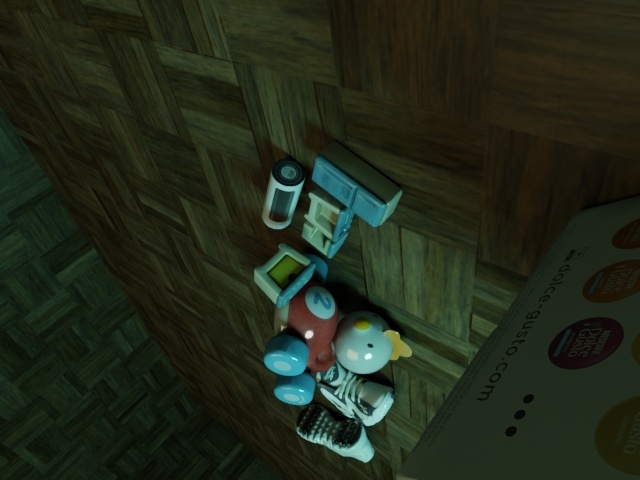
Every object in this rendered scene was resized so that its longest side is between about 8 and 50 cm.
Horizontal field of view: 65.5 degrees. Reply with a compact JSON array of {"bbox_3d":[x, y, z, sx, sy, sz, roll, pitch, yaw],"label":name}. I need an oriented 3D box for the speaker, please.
[{"bbox_3d":[-0.064,-0.074,0.827,0.055,0.055,0.136,41,150,9],"label":"speaker"}]

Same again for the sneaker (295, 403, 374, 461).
[{"bbox_3d":[0.036,0.569,1.457,0.292,0.110,0.118,3,138,51],"label":"sneaker"}]

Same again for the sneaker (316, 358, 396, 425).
[{"bbox_3d":[0.061,0.329,1.125,0.153,0.094,0.235,40,161,-6],"label":"sneaker"}]

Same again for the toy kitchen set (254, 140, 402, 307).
[{"bbox_3d":[0.000,0.000,0.721,0.122,0.166,0.207,38,150,15],"label":"toy kitchen set"}]

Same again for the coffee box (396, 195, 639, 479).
[{"bbox_3d":[0.335,0.166,0.320,0.338,0.337,0.334,53,150,-11],"label":"coffee box"}]

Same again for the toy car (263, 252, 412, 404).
[{"bbox_3d":[0.046,0.166,0.894,0.237,0.219,0.210,4,137,11],"label":"toy car"}]
